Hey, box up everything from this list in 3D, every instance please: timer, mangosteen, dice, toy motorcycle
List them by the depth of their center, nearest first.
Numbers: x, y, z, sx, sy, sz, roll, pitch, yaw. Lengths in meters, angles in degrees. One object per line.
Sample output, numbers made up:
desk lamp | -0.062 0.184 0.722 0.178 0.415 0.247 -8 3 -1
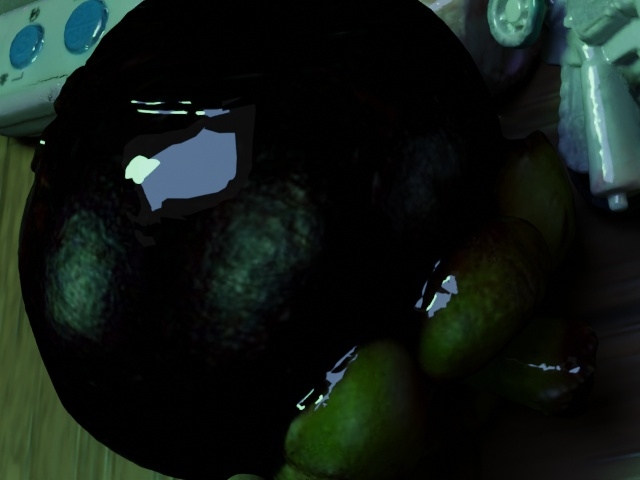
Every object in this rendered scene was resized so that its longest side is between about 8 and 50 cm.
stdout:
toy motorcycle | 0.174 -0.139 0.758 0.171 0.110 0.260 11 99 60
mangosteen | -0.002 -0.004 0.768 0.288 0.233 0.287 -5 23 2
dice | 0.071 -0.136 0.884 0.094 0.091 0.093 17 74 36
timer | -0.153 -0.163 1.043 0.209 0.069 0.190 -10 60 41
